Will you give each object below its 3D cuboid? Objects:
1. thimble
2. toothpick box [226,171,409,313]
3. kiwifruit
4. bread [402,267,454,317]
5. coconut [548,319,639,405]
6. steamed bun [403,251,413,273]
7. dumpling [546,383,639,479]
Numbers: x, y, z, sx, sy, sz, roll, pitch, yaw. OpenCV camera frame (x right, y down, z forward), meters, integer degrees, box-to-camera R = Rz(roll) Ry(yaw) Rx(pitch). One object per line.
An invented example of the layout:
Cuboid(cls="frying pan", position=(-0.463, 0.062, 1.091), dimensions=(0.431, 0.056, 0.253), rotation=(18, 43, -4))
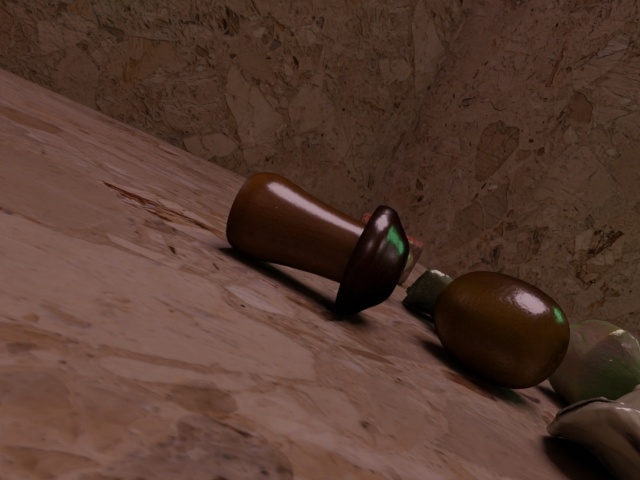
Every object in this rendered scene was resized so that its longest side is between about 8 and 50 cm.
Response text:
Cuboid(cls="thimble", position=(0.208, 0.022, 1.771), dimensions=(0.239, 0.162, 0.239), rotation=(28, 6, -3))
Cuboid(cls="toothpick box", position=(0.000, 0.000, 0.910), dimensions=(0.294, 0.192, 0.192), rotation=(23, 5, 9))
Cuboid(cls="kiwifruit", position=(0.311, 0.151, 0.961), dimensions=(0.196, 0.196, 0.234), rotation=(22, 1, -44))
Cuboid(cls="bread", position=(0.273, 0.141, 1.316), dimensions=(0.172, 0.064, 0.232), rotation=(9, -28, 41))
Cuboid(cls="coconut", position=(0.587, 0.273, 1.108), dimensions=(0.204, 0.236, 0.236), rotation=(-9, 13, -9))
Cuboid(cls="steamed bun", position=(0.121, 0.057, 1.314), dimensions=(0.231, 0.110, 0.212), rotation=(22, -10, -23))
Cuboid(cls="dumpling", position=(0.483, 0.292, 0.718), dimensions=(0.395, 0.233, 0.315), rotation=(13, -24, -9))
